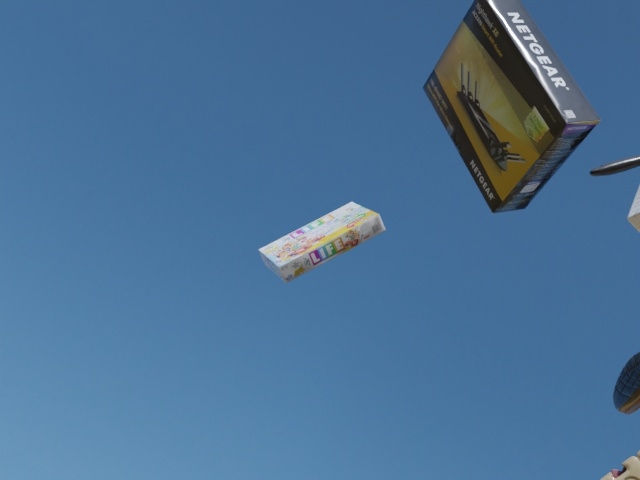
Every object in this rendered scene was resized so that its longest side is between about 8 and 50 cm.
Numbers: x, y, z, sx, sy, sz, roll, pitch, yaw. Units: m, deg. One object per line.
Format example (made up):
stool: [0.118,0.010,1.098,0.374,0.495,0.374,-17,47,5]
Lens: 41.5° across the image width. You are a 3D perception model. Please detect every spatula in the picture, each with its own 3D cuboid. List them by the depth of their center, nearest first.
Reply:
spatula: [0.601,-0.140,1.438,0.297,0.030,0.084,-8,-3,-4]

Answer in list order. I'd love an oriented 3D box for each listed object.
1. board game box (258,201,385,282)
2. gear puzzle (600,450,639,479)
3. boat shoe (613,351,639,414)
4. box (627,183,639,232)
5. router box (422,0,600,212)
board game box: [0.000,0.000,1.157,0.026,0.154,0.103,66,-13,-19]
gear puzzle: [0.621,0.475,1.343,0.339,0.175,0.044,52,-6,33]
boat shoe: [0.831,0.307,2.020,0.120,0.122,0.324,25,-56,-5]
box: [0.719,-0.051,1.595,0.182,0.119,0.181,42,-35,-13]
router box: [0.321,-0.242,1.480,0.081,0.308,0.243,-8,-31,-28]
